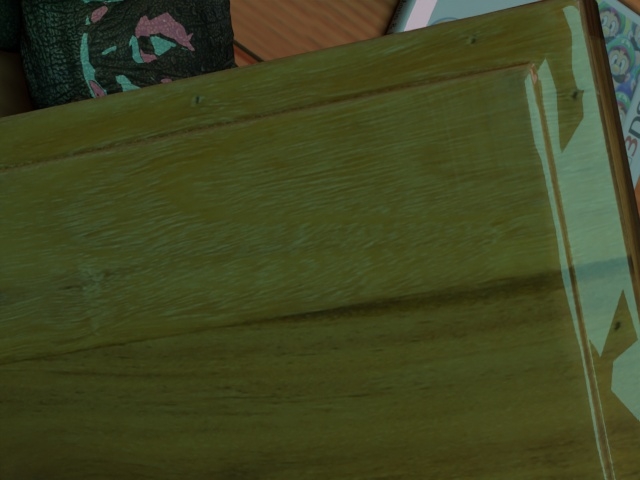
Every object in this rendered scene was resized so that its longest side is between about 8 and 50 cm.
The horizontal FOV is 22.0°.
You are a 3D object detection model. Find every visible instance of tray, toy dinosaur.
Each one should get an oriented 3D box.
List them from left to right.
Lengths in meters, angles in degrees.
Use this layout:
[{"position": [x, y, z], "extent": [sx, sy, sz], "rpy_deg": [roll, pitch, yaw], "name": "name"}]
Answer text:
[{"position": [-0.100, 0.066, 0.517], "extent": [0.410, 0.076, 0.203], "rpy_deg": [-10, 94, 16], "name": "tray"}, {"position": [-0.090, -0.088, 0.672], "extent": [0.160, 0.121, 0.314], "rpy_deg": [-30, 95, -40], "name": "toy dinosaur"}]

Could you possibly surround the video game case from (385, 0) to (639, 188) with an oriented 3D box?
[{"position": [0.099, -0.070, 0.809], "extent": [0.157, 0.019, 0.143], "rpy_deg": [29, 74, -24], "name": "video game case"}]
